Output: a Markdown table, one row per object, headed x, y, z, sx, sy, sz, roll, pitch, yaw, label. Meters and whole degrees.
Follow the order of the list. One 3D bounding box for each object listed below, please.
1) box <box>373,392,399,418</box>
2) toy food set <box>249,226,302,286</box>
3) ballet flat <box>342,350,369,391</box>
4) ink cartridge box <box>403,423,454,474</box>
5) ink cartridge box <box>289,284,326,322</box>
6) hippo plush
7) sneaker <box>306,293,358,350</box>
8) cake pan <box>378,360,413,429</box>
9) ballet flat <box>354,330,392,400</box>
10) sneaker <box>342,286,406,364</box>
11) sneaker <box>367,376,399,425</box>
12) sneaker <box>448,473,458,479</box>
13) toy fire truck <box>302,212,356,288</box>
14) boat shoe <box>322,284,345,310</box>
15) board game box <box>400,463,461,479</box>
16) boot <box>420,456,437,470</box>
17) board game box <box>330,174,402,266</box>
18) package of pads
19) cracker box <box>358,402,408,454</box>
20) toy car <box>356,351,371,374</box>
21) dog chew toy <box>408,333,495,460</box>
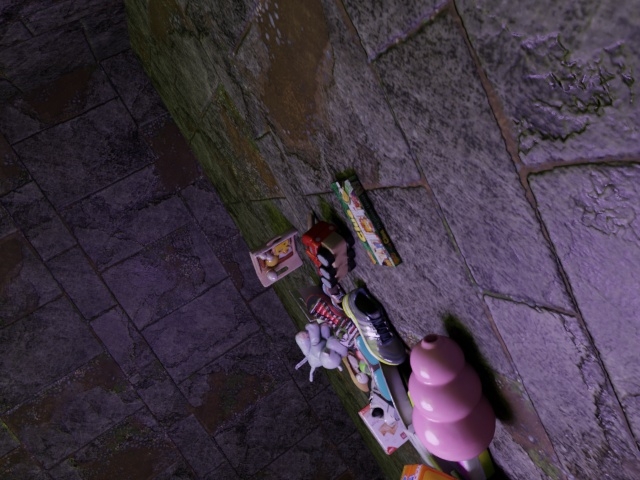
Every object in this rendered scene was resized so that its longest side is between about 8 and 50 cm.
| x | y | z | sx | sy | sz | roll | pitch | yaw | label |
| --- | --- | --- | --- | --- | --- | --- | --- | --- | --- |
| 0.313 | 0.659 | 1.817 | 0.186 | 0.145 | 0.038 | -176 | 98 | -72 | box |
| -0.184 | 0.081 | 2.046 | 0.092 | 0.220 | 0.306 | 52 | 163 | 24 | toy food set |
| 0.185 | 0.663 | 2.328 | 0.232 | 0.080 | 0.073 | 54 | 154 | 11 | ballet flat |
| 0.429 | 0.787 | 1.768 | 0.160 | 0.093 | 0.219 | 56 | 164 | 6 | ink cartridge box |
| -0.037 | 0.290 | 2.052 | 0.056 | 0.235 | 0.171 | -49 | 67 | 27 | ink cartridge box |
| 0.006 | 0.547 | 2.316 | 0.234 | 0.294 | 0.237 | 44 | 159 | -17 | hippo plush |
| 0.090 | 0.330 | 1.953 | 0.314 | 0.115 | 0.136 | 43 | -157 | 16 | sneaker |
| 0.271 | 0.511 | 1.615 | 0.293 | 0.054 | 0.292 | -22 | -90 | -84 | cake pan |
| 0.232 | 0.481 | 1.815 | 0.106 | 0.108 | 0.315 | -79 | -36 | -83 | ballet flat |
| 0.181 | 0.284 | 1.535 | 0.299 | 0.111 | 0.121 | 51 | 160 | 16 | sneaker |
| 0.264 | 0.725 | 2.075 | 0.122 | 0.146 | 0.331 | 59 | 166 | -11 | sneaker |
| 0.588 | 1.033 | 1.744 | 0.315 | 0.128 | 0.182 | 45 | 158 | 17 | sneaker |
| 0.000 | 0.000 | 1.506 | 0.246 | 0.158 | 0.217 | 38 | 158 | 27 | toy fire truck |
| 0.069 | 0.216 | 1.838 | 0.066 | 0.066 | 0.183 | 36 | 164 | 43 | boat shoe |
| 0.401 | 0.944 | 1.415 | 0.357 | 0.356 | 0.356 | 20 | 155 | 10 | board game box |
| 0.463 | 0.921 | 2.000 | 0.190 | 0.076 | 0.208 | 22 | 135 | 62 | boot |
| 0.118 | -0.049 | 1.214 | 0.259 | 0.030 | 0.136 | 60 | 167 | -10 | board game box |
| 0.408 | 0.601 | 1.452 | 0.229 | 0.101 | 0.296 | 30 | 148 | 59 | package of pads |
| 0.312 | 0.871 | 2.186 | 0.232 | 0.156 | 0.067 | 53 | 163 | 16 | cracker box |
| 0.188 | 0.545 | 2.120 | 0.224 | 0.053 | 0.239 | 64 | 164 | -22 | toy car |
| 0.316 | 0.383 | 1.153 | 0.207 | 0.207 | 0.331 | 23 | 135 | 65 | dog chew toy |
